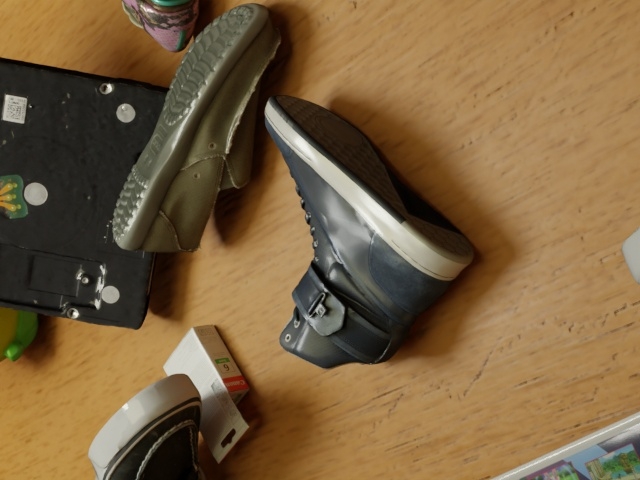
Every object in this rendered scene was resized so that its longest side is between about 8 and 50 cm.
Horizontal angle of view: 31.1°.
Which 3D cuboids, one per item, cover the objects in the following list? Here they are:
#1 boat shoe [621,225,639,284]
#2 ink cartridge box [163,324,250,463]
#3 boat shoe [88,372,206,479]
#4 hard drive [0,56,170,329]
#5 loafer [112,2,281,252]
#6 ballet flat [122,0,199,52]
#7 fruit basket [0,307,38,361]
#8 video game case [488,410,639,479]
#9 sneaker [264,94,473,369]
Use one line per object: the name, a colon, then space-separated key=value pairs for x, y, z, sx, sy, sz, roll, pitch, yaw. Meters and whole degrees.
boat shoe: x=0.303 y=-0.022 z=0.614 sx=0.302 sy=0.109 sz=0.094 roll=-30 pitch=74 yaw=39
ink cartridge box: x=-0.099 y=0.142 z=1.073 sx=0.063 sy=0.029 sz=0.115 roll=-52 pitch=59 yaw=33
boat shoe: x=-0.154 y=0.241 z=1.057 sx=0.105 sy=0.113 sz=0.306 roll=47 pitch=135 yaw=22
hard drive: x=-0.317 y=-0.059 z=1.099 sx=0.064 sy=0.339 sz=0.237 roll=-99 pitch=18 yaw=-77
loafer: x=-0.099 y=-0.094 z=1.033 sx=0.251 sy=0.087 sz=0.094 roll=-59 pitch=28 yaw=16
ballet flat: x=-0.187 y=-0.261 z=1.113 sx=0.221 sy=0.077 sz=0.079 roll=53 pitch=145 yaw=28
fruit basket: x=-0.497 y=0.006 z=1.289 sx=0.392 sy=0.392 sz=0.283 roll=2 pitch=95 yaw=45
video game case: x=0.198 y=0.222 z=0.758 sx=0.201 sy=0.023 sz=0.183 roll=-37 pitch=68 yaw=41
sneaker: x=-0.001 y=0.001 z=0.927 sx=0.226 sy=0.086 sz=0.163 roll=49 pitch=122 yaw=29
